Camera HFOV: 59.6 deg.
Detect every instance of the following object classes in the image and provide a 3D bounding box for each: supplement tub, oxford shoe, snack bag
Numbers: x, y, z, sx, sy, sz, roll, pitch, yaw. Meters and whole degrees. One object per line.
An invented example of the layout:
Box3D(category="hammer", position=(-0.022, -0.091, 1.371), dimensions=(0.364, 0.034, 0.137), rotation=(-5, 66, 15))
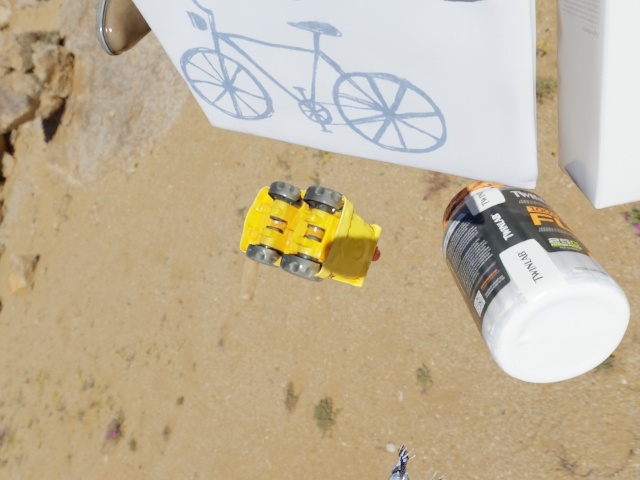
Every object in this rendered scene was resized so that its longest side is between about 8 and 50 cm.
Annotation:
Box3D(category="supplement tub", position=(0.327, 0.047, 0.925), dimensions=(0.207, 0.207, 0.338), rotation=(-53, 25, 25))
Box3D(category="oxford shoe", position=(-0.222, -0.335, 0.759), dimensions=(0.096, 0.083, 0.227), rotation=(14, 61, 18))
Box3D(category="snack bag", position=(-0.022, -0.168, 0.359), dimensions=(0.323, 0.342, 0.037), rotation=(17, 67, 29))

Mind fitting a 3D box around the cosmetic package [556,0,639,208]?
Box3D(category="cosmetic package", position=(0.422, -0.251, 0.691), dimensions=(0.156, 0.217, 0.385), rotation=(-93, -9, -57))

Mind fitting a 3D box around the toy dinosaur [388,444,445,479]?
Box3D(category="toy dinosaur", position=(0.072, 0.228, 0.538), dimensions=(0.082, 0.090, 0.047), rotation=(120, 128, -81))

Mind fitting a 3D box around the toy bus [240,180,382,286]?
Box3D(category="toy bus", position=(0.000, 0.000, 0.995), dimensions=(0.220, 0.211, 0.150), rotation=(13, 83, 42))
